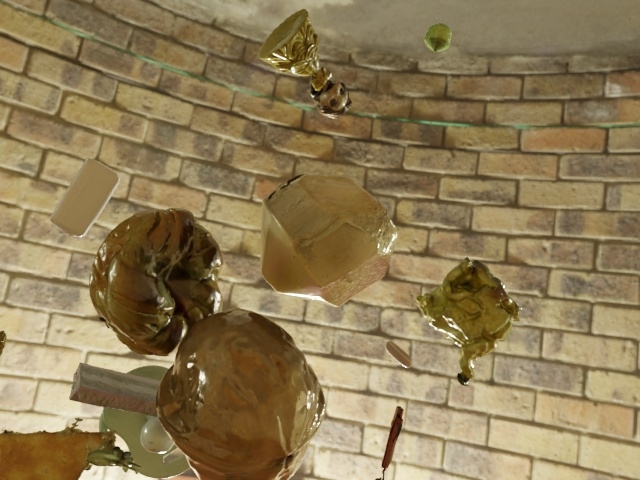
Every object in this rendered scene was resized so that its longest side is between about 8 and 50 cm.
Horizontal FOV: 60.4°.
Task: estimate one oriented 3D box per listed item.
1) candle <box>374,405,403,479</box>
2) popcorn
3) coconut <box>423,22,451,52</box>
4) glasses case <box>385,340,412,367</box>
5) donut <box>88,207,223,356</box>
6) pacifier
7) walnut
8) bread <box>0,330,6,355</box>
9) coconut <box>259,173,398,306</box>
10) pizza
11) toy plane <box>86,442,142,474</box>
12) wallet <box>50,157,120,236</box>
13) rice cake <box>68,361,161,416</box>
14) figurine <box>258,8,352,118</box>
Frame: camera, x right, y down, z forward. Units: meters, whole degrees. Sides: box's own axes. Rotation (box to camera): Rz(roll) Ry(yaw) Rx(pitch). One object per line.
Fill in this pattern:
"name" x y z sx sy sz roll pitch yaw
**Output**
"candle" 0.140 0.420 1.112 0.021 0.167 0.026 15 180 -37
"popcorn" 0.408 0.193 1.509 0.237 0.293 0.293 -39 145 24
"coconut" 0.382 -0.657 1.790 0.087 0.096 0.088 17 175 2
"glasses case" 0.196 0.286 1.380 0.083 0.032 0.021 39 -136 26
"donut" -0.372 0.096 1.293 0.170 0.360 0.360 -1 166 30
"pacifier" -0.475 0.536 1.561 0.288 0.343 0.269 -35 -175 -17
"walnut" -0.165 0.337 1.174 0.381 0.381 0.381 9 170 2
"bread" -0.818 0.174 0.980 0.233 0.245 0.362 4 144 29
"coconut" 0.000 0.000 1.373 0.352 0.353 0.352 9 170 2
"pizza" -0.642 0.550 1.351 0.287 0.280 0.075 -16 -179 -27
"toy plane" -0.375 0.394 0.995 0.102 0.040 0.111 5 152 34
"wallet" -0.564 -0.098 1.318 0.095 0.190 0.033 30 178 -10
"rice cake" -0.464 0.373 1.352 0.298 0.050 0.106 26 -169 -35
"figurine" -0.015 -0.490 1.626 0.168 0.187 0.315 -15 136 36
